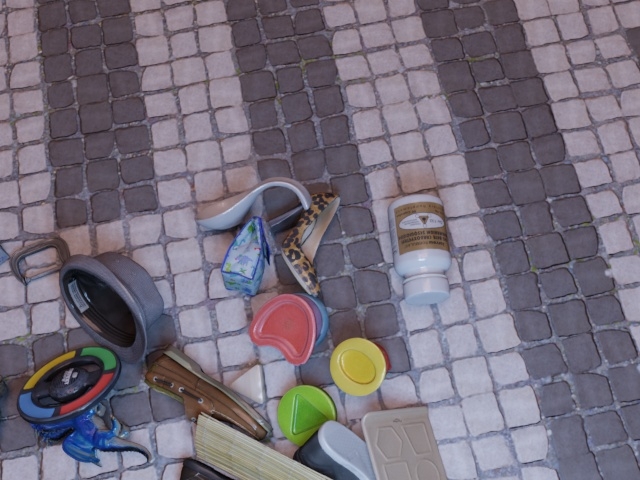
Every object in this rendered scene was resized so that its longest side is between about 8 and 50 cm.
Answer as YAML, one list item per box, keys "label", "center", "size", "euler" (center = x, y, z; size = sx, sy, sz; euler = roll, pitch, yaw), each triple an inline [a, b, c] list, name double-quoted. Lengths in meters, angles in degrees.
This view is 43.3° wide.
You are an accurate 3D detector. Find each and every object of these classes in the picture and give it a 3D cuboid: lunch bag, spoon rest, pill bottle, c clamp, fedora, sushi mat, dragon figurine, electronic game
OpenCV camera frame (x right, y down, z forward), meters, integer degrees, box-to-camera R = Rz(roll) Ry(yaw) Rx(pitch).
- label: "lunch bag"
  center: [-0.161, 0.034, 1.824]
  size: [0.096, 0.129, 0.151]
  euler: [14, 68, 2]
- label: "spoon rest"
  center: [-0.162, -0.089, 1.859]
  size: [0.276, 0.137, 0.084]
  euler: [-11, 109, 13]
- label: "pill bottle"
  center: [0.226, 0.022, 1.818]
  size: [0.131, 0.131, 0.229]
  euler: [-5, 69, 0]
- label: "c clamp"
  center: [-0.644, 0.058, 1.886]
  size: [0.160, 0.022, 0.137]
  euler: [-17, 70, -5]
- label: "fedora"
  center: [-0.442, 0.126, 1.775]
  size: [0.275, 0.244, 0.124]
  euler: [33, 44, 18]
- label: "sushi mat"
  center: [-0.117, 0.464, 1.646]
  size: [0.316, 0.151, 0.019]
  euler: [24, 44, 14]
- label: "dragon figurine"
  center: [-0.485, 0.425, 1.703]
  size: [0.289, 0.085, 0.144]
  euler: [33, 75, 18]
- label: "electronic game"
  center: [-0.534, 0.305, 1.716]
  size: [0.229, 0.048, 0.229]
  euler: [-13, 30, 8]

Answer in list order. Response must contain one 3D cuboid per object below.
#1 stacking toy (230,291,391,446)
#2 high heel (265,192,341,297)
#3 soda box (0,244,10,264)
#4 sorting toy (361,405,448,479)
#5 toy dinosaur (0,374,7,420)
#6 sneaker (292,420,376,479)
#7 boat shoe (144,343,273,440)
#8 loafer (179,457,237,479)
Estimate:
- label: "stacking toy"
  center: [-0.019, 0.277, 1.767]
  size: [0.309, 0.130, 0.279]
  euler: [35, 100, 17]
- label: "high heel"
  center: [0.000, 0.000, 1.830]
  size: [0.186, 0.093, 0.261]
  euler: [-27, 51, -3]
- label: "soda box"
  center: [-0.866, 0.084, 1.844]
  size: [0.286, 0.091, 0.098]
  euler: [-41, 74, -13]
- label: "sorting toy"
  center: [0.174, 0.452, 1.658]
  size: [0.193, 0.038, 0.208]
  euler: [4, 65, -39]
- label: "toy dinosaur"
  center: [-0.741, 0.420, 1.730]
  size: [0.118, 0.064, 0.268]
  euler: [-1, 72, -6]
- label: "sneaker"
  center: [0.067, 0.498, 1.665]
  size: [0.296, 0.147, 0.104]
  euler: [44, 38, -12]
- label: "boat shoe"
  center: [-0.241, 0.348, 1.722]
  size: [0.307, 0.111, 0.104]
  euler: [30, 70, 25]
- label: "loafer"
  center: [-0.199, 0.530, 1.668]
  size: [0.220, 0.080, 0.078]
  euler: [23, 77, 18]
